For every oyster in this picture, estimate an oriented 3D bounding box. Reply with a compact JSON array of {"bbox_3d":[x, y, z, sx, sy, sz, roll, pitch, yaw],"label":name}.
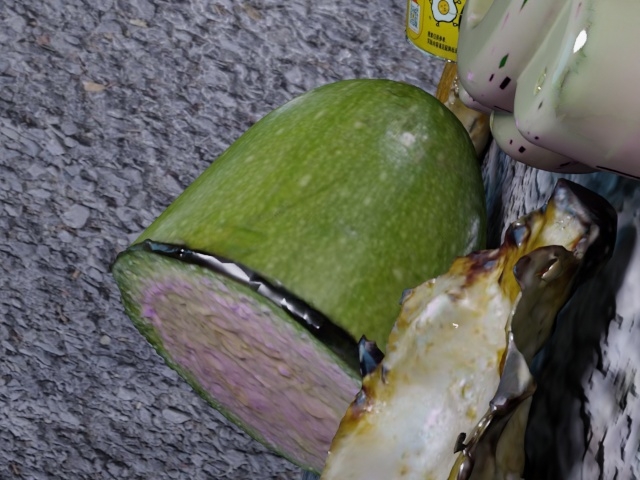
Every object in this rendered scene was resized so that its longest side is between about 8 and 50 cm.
[{"bbox_3d":[0.051,0.143,0.410,0.221,0.096,0.361,116,175,-54],"label":"oyster"}]

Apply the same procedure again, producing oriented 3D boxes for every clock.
[{"bbox_3d":[0.154,-0.169,0.440,0.309,0.114,0.284,-75,5,-72],"label":"clock"}]

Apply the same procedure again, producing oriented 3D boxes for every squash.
[{"bbox_3d":[0.027,0.010,0.822,0.309,0.310,0.310,-52,-10,-30],"label":"squash"}]

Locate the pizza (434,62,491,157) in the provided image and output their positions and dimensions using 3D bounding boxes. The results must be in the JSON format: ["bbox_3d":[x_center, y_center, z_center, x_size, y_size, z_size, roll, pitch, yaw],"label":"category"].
[{"bbox_3d":[0.219,-0.279,1.103,0.392,0.080,0.435,108,180,-51],"label":"pizza"}]

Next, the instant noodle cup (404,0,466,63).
[{"bbox_3d":[0.154,-0.235,0.797,0.182,0.182,0.144,-69,-11,-60],"label":"instant noodle cup"}]
